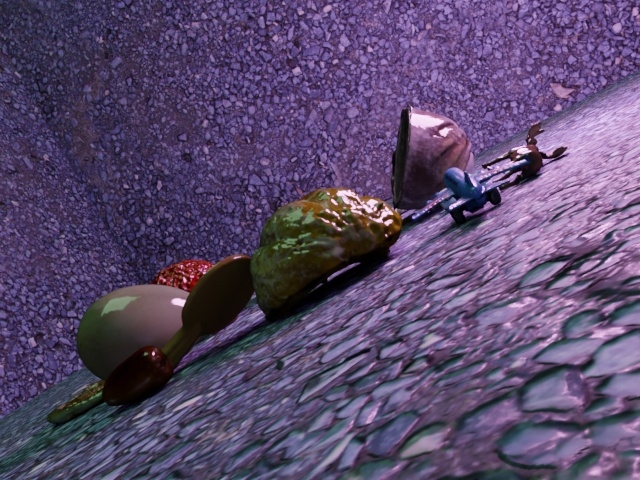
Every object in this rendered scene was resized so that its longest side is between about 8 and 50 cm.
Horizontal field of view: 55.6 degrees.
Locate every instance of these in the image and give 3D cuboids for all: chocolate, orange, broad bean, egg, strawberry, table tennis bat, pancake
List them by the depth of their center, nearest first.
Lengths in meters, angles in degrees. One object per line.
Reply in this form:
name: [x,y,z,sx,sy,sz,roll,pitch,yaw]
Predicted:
broad bean: [-0.364,0.270,1.194,0.165,0.084,0.114,-34,6,13]
table tennis bat: [-0.248,0.163,1.301,0.320,0.050,0.198,-50,-27,-8]
orange: [0.000,0.000,1.313,0.369,0.210,0.271,-27,0,-26]
egg: [-0.404,0.205,1.393,0.296,0.218,0.218,-22,1,-17]
pancake: [-0.579,0.393,1.548,0.254,0.037,0.253,-28,3,1]
chocolate: [0.322,-0.225,1.710,0.213,0.302,0.303,7,3,0]
strawberry: [-0.389,0.154,1.797,0.261,0.257,0.261,-16,-18,-5]

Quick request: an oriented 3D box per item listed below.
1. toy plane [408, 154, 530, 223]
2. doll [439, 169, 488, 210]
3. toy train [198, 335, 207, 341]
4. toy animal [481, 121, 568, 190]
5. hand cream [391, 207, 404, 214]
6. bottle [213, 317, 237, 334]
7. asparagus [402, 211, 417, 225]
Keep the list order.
toy plane: [0.296,-0.102,1.234,0.254,0.105,0.271,-27,2,7]
doll: [0.372,-0.135,1.547,0.159,0.059,0.158,-29,3,8]
toy train: [-0.341,0.258,1.649,0.071,0.038,0.148,-26,4,32]
toy animal: [0.472,-0.188,1.388,0.186,0.093,0.214,-32,9,14]
hand cream: [0.215,-0.078,2.161,0.276,0.059,0.095,-24,-1,-27]
bottle: [-0.264,0.213,1.630,0.045,0.045,0.096,-26,2,38]
asparagus: [0.171,-0.017,1.757,0.249,0.025,0.024,-28,45,11]
